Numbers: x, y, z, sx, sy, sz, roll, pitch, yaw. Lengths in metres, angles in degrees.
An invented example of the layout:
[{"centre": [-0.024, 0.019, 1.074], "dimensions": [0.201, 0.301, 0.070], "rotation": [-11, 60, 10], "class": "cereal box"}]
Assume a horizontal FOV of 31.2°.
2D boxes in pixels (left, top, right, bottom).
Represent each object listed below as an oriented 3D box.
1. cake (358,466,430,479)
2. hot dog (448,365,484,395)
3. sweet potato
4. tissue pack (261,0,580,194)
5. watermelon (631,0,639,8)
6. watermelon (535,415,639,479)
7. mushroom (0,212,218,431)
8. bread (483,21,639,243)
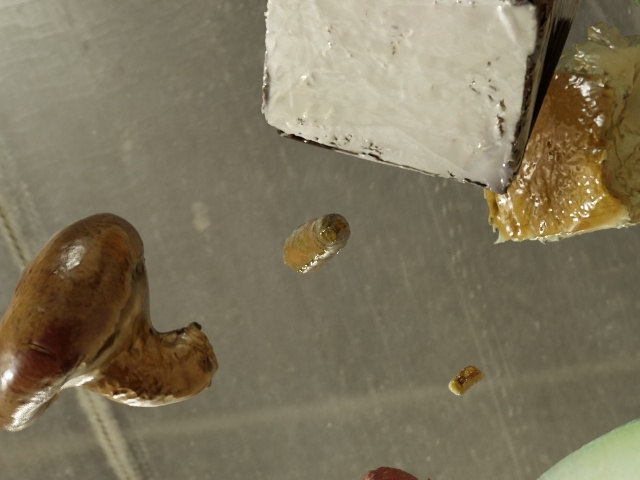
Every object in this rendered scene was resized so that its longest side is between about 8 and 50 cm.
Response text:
[{"centre": [0.076, 0.463, 1.649], "dimensions": [0.177, 0.151, 0.283], "rotation": [43, 91, -7], "class": "cake"}, {"centre": [0.264, 0.245, 2.056], "dimensions": [0.030, 0.090, 0.034], "rotation": [36, 124, 24], "class": "hot dog"}, {"centre": [0.000, 0.000, 1.720], "dimensions": [0.075, 0.075, 0.273], "rotation": [39, 163, -6], "class": "sweet potato"}, {"centre": [0.110, -0.237, 0.911], "dimensions": [0.210, 0.370, 0.198], "rotation": [14, 135, 16], "class": "tissue pack"}, {"centre": [0.364, -0.288, 1.237], "dimensions": [0.078, 0.078, 0.111], "rotation": [-17, 151, 22], "class": "watermelon"}, {"centre": [0.148, 0.189, 0.410], "dimensions": [0.250, 0.292, 0.283], "rotation": [41, 123, -3], "class": "watermelon"}, {"centre": [-0.267, 0.103, 1.294], "dimensions": [0.255, 0.267, 0.267], "rotation": [12, 118, 16], "class": "mushroom"}, {"centre": [0.357, -0.140, 1.520], "dimensions": [0.250, 0.225, 0.278], "rotation": [-16, 77, 54], "class": "bread"}]
